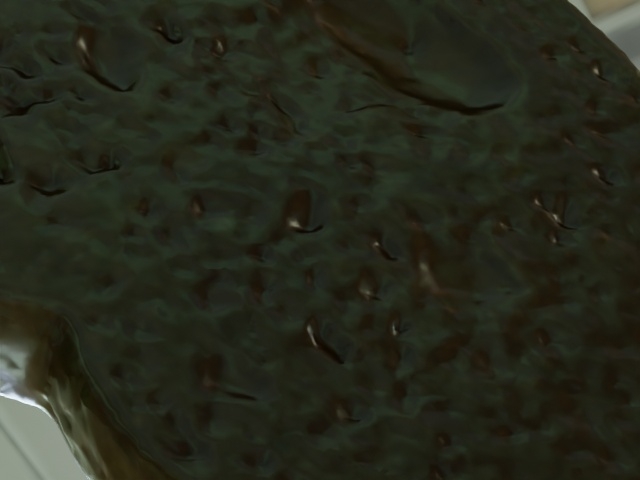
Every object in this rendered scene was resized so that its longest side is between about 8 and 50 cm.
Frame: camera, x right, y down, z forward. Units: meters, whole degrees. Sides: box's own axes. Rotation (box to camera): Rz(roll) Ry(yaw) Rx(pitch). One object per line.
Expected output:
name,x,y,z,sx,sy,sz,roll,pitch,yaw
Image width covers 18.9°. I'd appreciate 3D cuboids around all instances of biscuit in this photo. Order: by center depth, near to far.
biscuit,0.000,0.001,0.683,0.314,0.063,0.367,-8,-133,-21
